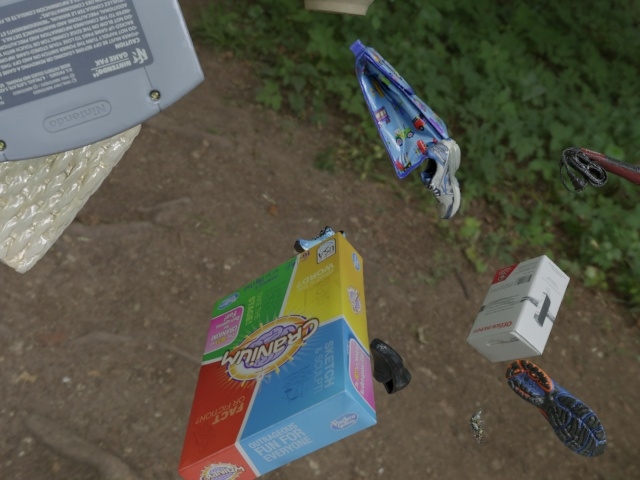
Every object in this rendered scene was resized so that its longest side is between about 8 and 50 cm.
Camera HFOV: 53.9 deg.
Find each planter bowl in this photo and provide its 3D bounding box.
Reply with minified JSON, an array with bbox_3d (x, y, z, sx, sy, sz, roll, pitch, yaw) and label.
[{"bbox_3d":[0.028,-0.405,0.966,0.162,0.109,0.162,6,19,-2],"label":"planter bowl"}]

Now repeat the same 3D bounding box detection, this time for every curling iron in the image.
[{"bbox_3d":[0.463,-0.076,0.901,0.274,0.035,0.068,14,79,-9],"label":"curling iron"}]

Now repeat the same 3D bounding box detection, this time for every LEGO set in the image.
[{"bbox_3d":[0.286,0.343,1.160,0.054,0.023,0.083,-54,140,-51],"label":"LEGO set"}]

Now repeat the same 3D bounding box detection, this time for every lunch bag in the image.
[{"bbox_3d":[0.154,-0.315,1.408,0.293,0.138,0.221,53,19,-12],"label":"lunch bag"}]

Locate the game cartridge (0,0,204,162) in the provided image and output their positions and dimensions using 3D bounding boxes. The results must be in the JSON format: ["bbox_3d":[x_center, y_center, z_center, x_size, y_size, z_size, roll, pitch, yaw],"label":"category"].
[{"bbox_3d":[-0.292,-0.200,0.691,0.062,0.297,0.198,-131,-158,-66],"label":"game cartridge"}]

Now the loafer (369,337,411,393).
[{"bbox_3d":[0.167,0.320,1.570,0.076,0.078,0.223,34,-17,40],"label":"loafer"}]

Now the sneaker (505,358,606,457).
[{"bbox_3d":[0.454,0.313,1.201,0.221,0.083,0.087,50,13,22],"label":"sneaker"}]

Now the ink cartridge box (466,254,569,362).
[{"bbox_3d":[0.556,0.197,1.774,0.114,0.197,0.273,41,59,-11],"label":"ink cartridge box"}]

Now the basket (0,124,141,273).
[{"bbox_3d":[-0.517,-0.173,1.016,0.328,0.331,0.266,42,-13,-31],"label":"basket"}]

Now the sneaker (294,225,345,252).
[{"bbox_3d":[0.000,0.000,1.541,0.162,0.063,0.073,-1,96,-45],"label":"sneaker"}]

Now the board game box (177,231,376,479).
[{"bbox_3d":[-0.052,0.149,0.836,0.064,0.242,0.316,51,20,-27],"label":"board game box"}]

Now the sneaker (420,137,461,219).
[{"bbox_3d":[0.183,-0.093,0.991,0.058,0.135,0.052,-17,29,-17],"label":"sneaker"}]
